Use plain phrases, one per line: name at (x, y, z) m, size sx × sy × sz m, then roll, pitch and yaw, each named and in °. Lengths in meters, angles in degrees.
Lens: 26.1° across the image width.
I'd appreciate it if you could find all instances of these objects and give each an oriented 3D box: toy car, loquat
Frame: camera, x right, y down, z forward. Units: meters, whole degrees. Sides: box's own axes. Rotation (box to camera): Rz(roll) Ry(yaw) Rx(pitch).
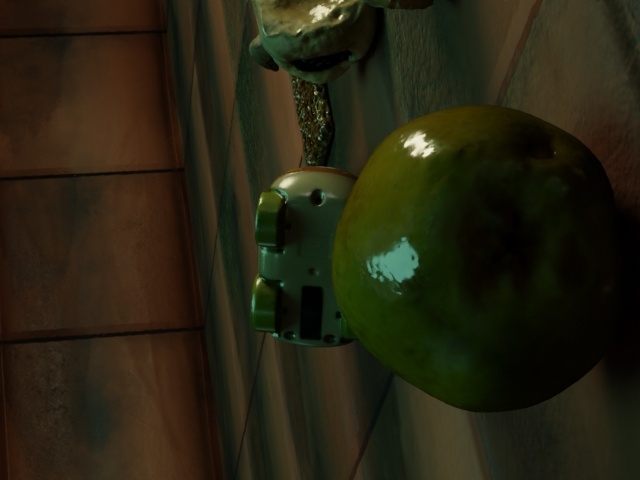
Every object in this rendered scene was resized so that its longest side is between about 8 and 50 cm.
toy car at (0.000, 0.000, 1.699) m, size 0.235 × 0.145 × 0.235 m, roll 5°, pitch -90°, yaw -87°
loquat at (0.105, 0.016, 0.967) m, size 0.246 × 0.213 × 0.213 m, roll 148°, pitch 118°, yaw -78°

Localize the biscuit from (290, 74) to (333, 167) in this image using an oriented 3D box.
biscuit at (-0.017, -0.213, 1.943) m, size 0.131 × 0.025 × 0.231 m, roll 106°, pitch 157°, yaw -58°

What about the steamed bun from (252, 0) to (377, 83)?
steamed bun at (-0.004, -0.262, 1.631) m, size 0.155 × 0.141 × 0.172 m, roll 79°, pitch -176°, yaw -60°

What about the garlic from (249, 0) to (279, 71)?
garlic at (-0.045, -0.398, 1.776) m, size 0.279 × 0.132 × 0.325 m, roll 147°, pitch 115°, yaw -71°

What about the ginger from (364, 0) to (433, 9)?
ginger at (0.045, -0.364, 1.355) m, size 0.190 × 0.126 × 0.354 m, roll 125°, pitch 138°, yaw -56°
